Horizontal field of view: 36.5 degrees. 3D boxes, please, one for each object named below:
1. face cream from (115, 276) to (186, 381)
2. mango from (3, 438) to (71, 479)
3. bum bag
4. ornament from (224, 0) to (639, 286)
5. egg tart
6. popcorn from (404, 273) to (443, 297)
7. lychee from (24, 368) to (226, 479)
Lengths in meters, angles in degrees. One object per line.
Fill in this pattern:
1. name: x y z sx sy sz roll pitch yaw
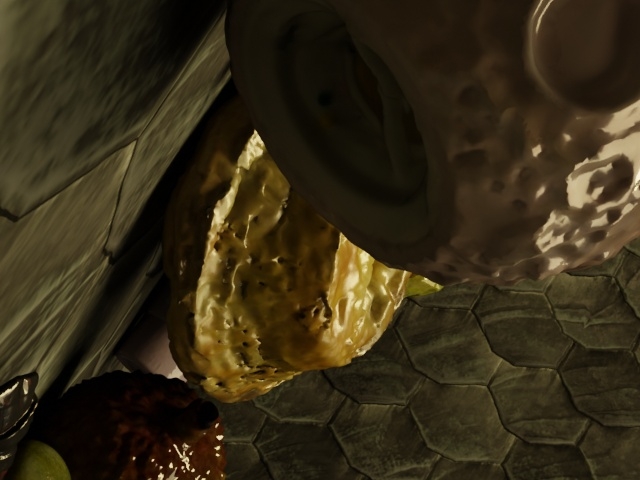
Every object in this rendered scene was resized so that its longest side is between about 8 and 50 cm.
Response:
1. face cream: -0.135 0.062 1.210 0.274 0.154 0.096 -51 -158 -22
2. mango: -0.255 0.273 0.708 0.267 0.111 0.133 -62 170 0
3. bum bag: -0.199 0.125 0.577 0.058 0.034 0.124 -35 162 -55
4. ornament: 0.085 -0.111 0.485 0.225 0.259 0.259 -35 172 -24
5. egg tart: -0.001 -0.002 0.845 0.341 0.129 0.341 -39 138 -47
6. popcorn: 0.095 -0.043 1.259 0.237 0.293 0.293 32 -90 50
7. lychee: -0.170 0.204 0.859 0.238 0.200 0.200 -34 -167 28
